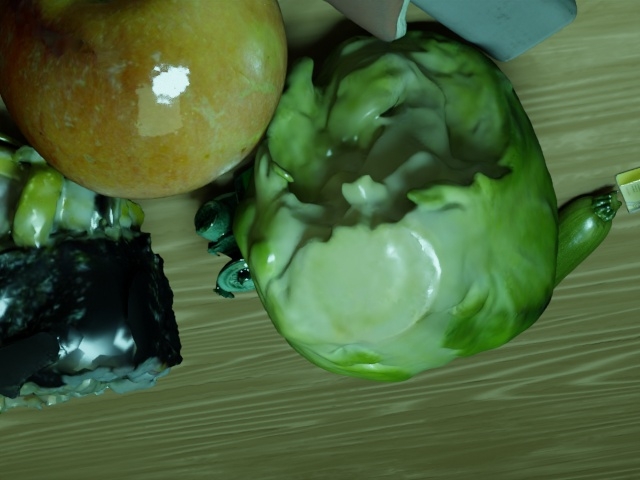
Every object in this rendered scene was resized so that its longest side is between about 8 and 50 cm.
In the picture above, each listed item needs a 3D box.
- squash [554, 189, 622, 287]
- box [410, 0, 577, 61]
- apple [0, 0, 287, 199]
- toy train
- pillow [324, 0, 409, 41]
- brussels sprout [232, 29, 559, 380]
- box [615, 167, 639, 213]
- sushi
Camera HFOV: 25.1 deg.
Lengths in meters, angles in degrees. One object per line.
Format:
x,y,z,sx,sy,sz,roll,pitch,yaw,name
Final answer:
0.288,0.019,1.792,0.069,0.069,0.258,6,145,-24,squash
0.132,-0.250,1.324,0.103,0.055,0.243,-30,143,31,box
-0.155,-0.165,1.231,0.253,0.254,0.253,-7,149,-4,apple
0.000,0.000,1.639,0.202,0.120,0.301,-32,142,27,toy train
0.018,-0.261,1.189,0.171,0.075,0.179,31,152,7,pillow
0.083,-0.017,1.357,0.275,0.371,0.315,3,122,18,brussels sprout
0.432,-0.076,1.717,0.149,0.020,0.073,-19,147,15,box
-0.311,0.030,1.483,0.327,0.285,0.328,-12,170,15,sushi
